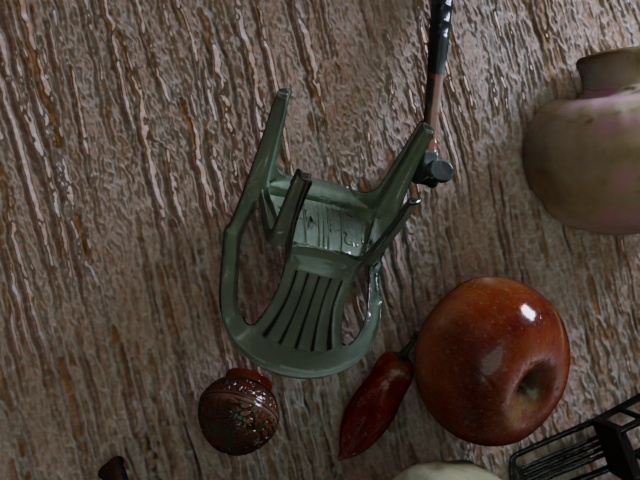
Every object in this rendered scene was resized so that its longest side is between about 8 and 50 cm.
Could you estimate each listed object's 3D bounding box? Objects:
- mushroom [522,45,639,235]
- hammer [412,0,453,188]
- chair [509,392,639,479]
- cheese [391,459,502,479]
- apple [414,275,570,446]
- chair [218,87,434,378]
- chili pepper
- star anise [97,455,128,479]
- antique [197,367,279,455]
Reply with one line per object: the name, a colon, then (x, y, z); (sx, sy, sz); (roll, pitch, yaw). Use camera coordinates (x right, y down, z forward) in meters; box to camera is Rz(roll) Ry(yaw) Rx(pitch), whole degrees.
mushroom: (0.353, -0.115, 1.709); (0.173, 0.162, 0.236); (-8, 93, -13)
hammer: (0.140, -0.205, 1.698); (0.033, 0.111, 0.288); (8, 84, -15)
chair: (0.348, 0.272, 1.763); (0.212, 0.101, 0.084); (-23, 98, -11)
cheese: (0.134, 0.407, 1.656); (0.326, 0.115, 0.318); (-10, 118, -41)
apple: (0.201, 0.141, 1.691); (0.201, 0.162, 0.201); (-20, 124, -32)
chair: (0.000, 0.000, 1.630); (0.203, 0.191, 0.275); (11, 133, -11)
chili pepper: (0.073, 0.191, 1.727); (0.059, 0.050, 0.191); (29, 98, -15)
star anise: (-0.123, 0.372, 1.639); (0.346, 0.237, 0.148); (42, 55, 8)
antique: (-0.097, 0.207, 1.665); (0.104, 0.104, 0.104); (-1, 94, -12)
